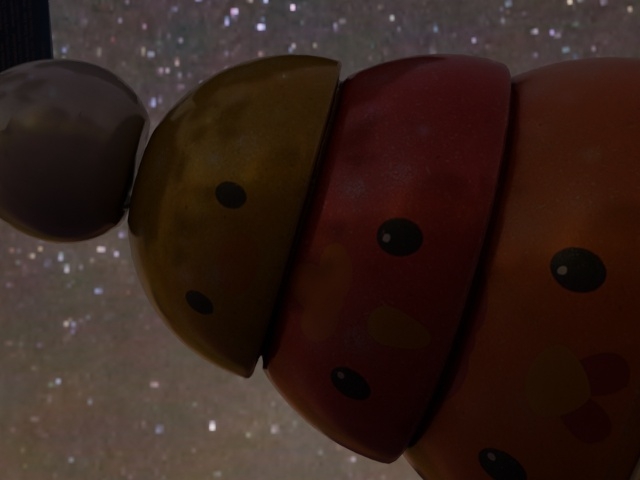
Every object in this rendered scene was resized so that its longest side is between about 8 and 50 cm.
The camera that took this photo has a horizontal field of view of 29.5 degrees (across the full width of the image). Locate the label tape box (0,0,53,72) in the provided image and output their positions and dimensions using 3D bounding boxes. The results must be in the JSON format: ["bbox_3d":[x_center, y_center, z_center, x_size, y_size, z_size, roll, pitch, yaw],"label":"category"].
[{"bbox_3d":[-0.463,-0.255,1.315,0.333,0.106,0.241,-22,-47,-34],"label":"label tape box"}]

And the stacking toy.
[{"bbox_3d":[0.000,0.000,0.779,0.480,0.351,0.350,14,-29,-1],"label":"stacking toy"}]
